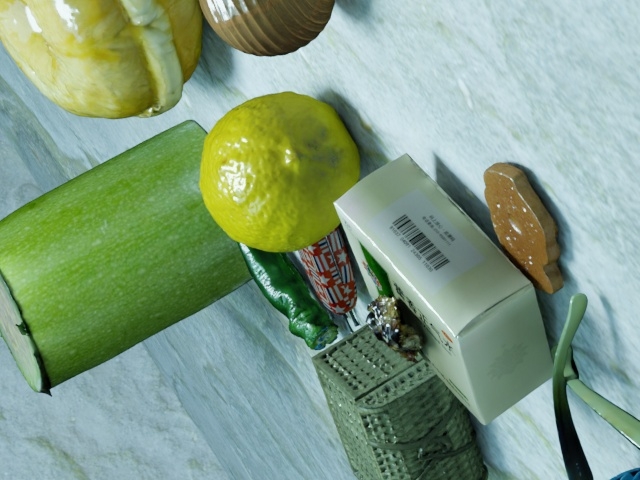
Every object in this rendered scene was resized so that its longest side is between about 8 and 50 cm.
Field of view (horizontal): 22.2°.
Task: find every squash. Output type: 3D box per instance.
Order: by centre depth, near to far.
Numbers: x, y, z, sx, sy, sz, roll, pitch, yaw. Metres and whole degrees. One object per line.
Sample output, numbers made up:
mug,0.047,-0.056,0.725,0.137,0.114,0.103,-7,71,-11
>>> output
squash,-0.296,0.021,2.354,0.263,0.384,0.263,52,161,26

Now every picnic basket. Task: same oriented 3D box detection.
picnic basket,0.100,0.210,1.898,0.154,0.134,0.196,37,152,53

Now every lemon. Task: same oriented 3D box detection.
lemon,-0.045,-0.076,1.773,0.180,0.180,0.193,54,164,24

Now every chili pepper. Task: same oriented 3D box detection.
chili pepper,-0.053,0.055,2.220,0.224,0.061,0.098,52,-165,22

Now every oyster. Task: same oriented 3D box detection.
oyster,0.068,0.082,1.576,0.086,0.029,0.132,53,172,24

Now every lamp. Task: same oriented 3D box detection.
lamp,-0.052,-0.241,1.558,0.136,0.136,0.136,54,163,24

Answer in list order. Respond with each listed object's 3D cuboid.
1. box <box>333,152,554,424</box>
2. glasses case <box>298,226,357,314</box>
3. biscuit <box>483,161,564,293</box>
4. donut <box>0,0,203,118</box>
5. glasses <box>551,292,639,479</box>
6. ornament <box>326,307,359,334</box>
box,0.121,0.046,1.569,0.212,0.095,0.168,49,167,38
glasses case,0.000,0.000,1.991,0.073,0.049,0.194,40,155,56
biscuit,0.180,-0.013,1.442,0.102,0.019,0.130,43,157,50
donut,-0.316,-0.337,2.069,0.449,0.198,0.449,46,162,19
glasses,0.259,0.154,1.428,0.239,0.102,0.207,127,140,-75
ornament,0.014,0.060,2.103,0.073,0.028,0.125,36,153,56
